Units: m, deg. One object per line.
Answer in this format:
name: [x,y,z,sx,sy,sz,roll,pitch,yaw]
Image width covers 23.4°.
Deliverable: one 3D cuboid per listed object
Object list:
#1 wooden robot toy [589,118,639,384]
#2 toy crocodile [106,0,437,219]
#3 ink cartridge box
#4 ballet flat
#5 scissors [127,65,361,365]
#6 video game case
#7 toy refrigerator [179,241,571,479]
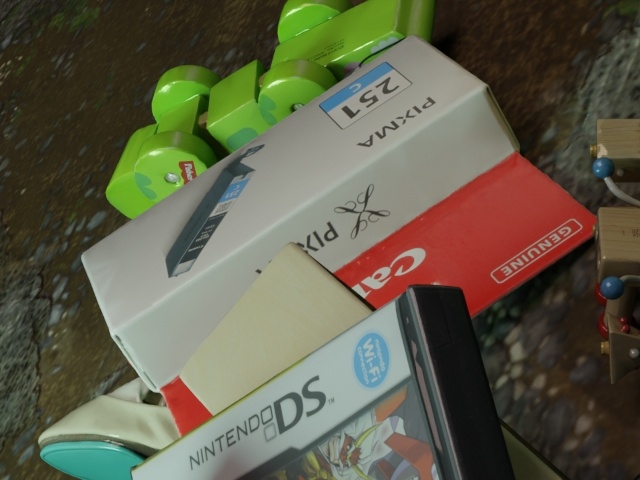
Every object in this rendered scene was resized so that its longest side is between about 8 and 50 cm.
wooden robot toy: [0.189,0.007,0.843,0.079,0.076,0.173,-1,44,9]
toy crocodile: [-0.045,-0.103,1.252,0.340,0.105,0.115,-27,36,28]
ink cartridge box: [0.000,0.000,1.017,0.296,0.066,0.261,-34,29,-2]
ballet flat: [-0.095,0.130,1.053,0.248,0.086,0.086,0,55,43]
scissors: [-0.060,-0.008,1.173,0.297,0.021,0.109,-44,22,34]
video game case: [0.009,0.193,0.709,0.248,0.035,0.275,-36,59,43]
toy refrigerator: [0.047,0.119,0.801,0.102,0.094,0.269,-50,44,0]
